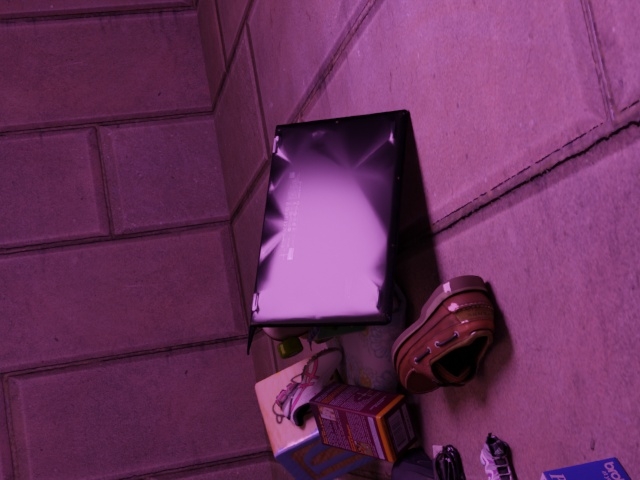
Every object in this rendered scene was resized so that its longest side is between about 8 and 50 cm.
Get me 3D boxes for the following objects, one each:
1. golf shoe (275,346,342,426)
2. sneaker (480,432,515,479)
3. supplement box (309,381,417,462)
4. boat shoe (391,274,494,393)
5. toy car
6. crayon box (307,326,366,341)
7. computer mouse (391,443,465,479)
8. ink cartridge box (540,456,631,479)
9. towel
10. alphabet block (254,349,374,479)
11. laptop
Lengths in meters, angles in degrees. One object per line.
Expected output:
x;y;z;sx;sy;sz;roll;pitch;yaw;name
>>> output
-0.009;0.302;1.944;0.186;0.067;0.086;-51;56;17;golf shoe
0.263;0.324;1.382;0.098;0.038;0.069;-120;25;-55;sneaker
0.080;0.343;1.792;0.188;0.081;0.104;3;117;45;supplement box
0.186;0.179;1.456;0.307;0.111;0.104;103;156;-55;boat shoe
-0.050;0.174;2.019;0.188;0.149;0.155;84;162;-71;toy car
0.014;0.019;1.793;0.203;0.083;0.322;-20;59;55;crayon box
0.182;0.448;1.696;0.272;0.072;0.188;168;93;-76;computer mouse
0.326;0.336;1.022;0.207;0.097;0.046;-116;23;-49;ink cartridge box
0.080;0.158;1.924;0.374;0.090;0.320;-117;20;-52;towel
-0.008;0.396;2.064;0.193;0.192;0.197;60;-175;-46;alphabet block
0.000;0.000;1.726;0.236;0.408;0.381;35;-124;-56;laptop
